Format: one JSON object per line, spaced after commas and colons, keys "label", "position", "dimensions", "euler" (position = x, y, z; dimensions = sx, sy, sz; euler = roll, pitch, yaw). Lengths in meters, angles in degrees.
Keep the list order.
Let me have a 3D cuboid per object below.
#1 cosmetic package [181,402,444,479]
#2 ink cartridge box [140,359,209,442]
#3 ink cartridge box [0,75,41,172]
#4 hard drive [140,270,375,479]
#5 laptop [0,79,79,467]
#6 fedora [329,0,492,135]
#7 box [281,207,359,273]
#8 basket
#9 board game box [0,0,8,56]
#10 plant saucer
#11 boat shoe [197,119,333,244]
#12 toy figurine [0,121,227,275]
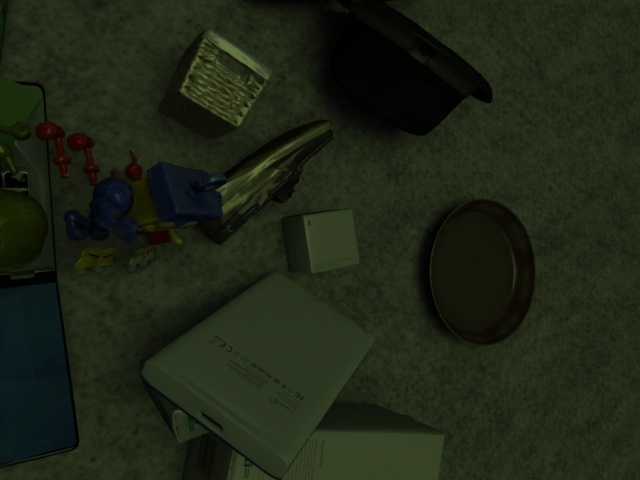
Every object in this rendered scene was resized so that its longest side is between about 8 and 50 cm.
{"label": "cosmetic package", "position": [-0.008, 0.348, 0.855], "dimensions": [0.366, 0.197, 0.155], "euler": [13, 82, -27]}
{"label": "ink cartridge box", "position": [-0.133, 0.201, 0.796], "dimensions": [0.225, 0.181, 0.056], "euler": [-14, 106, -29]}
{"label": "ink cartridge box", "position": [-0.443, -0.120, 0.594], "dimensions": [0.171, 0.056, 0.235], "euler": [23, 66, -21]}
{"label": "hard drive", "position": [-0.065, 0.163, 0.761], "dimensions": [0.210, 0.040, 0.319], "euler": [32, 27, 12]}
{"label": "laptop", "position": [-0.484, 0.028, 0.566], "dimensions": [0.382, 0.236, 0.407], "euler": [-5, 105, -30]}
{"label": "fedora", "position": [0.136, -0.296, 0.961], "dimensions": [0.334, 0.334, 0.152], "euler": [27, 108, -26]}
{"label": "box", "position": [0.000, 0.000, 0.933], "dimensions": [0.101, 0.087, 0.101], "euler": [-10, 93, -29]}
{"label": "basket", "position": [-0.165, -0.225, 0.809], "dimensions": [0.113, 0.167, 0.103], "euler": [28, 81, -25]}
{"label": "board game box", "position": [-0.496, -0.245, 0.698], "dimensions": [0.136, 0.030, 0.259], "euler": [7, 85, -31]}
{"label": "plant saucer", "position": [0.339, 0.066, 1.145], "dimensions": [0.311, 0.050, 0.310], "euler": [1, 88, -29]}
{"label": "boat shoe", "position": [-0.086, -0.101, 0.886], "dimensions": [0.285, 0.103, 0.092], "euler": [-39, 112, -21]}
{"label": "toy figurine", "position": [-0.225, -0.070, 0.636], "dimensions": [0.362, 0.217, 0.191], "euler": [5, 74, -72]}
